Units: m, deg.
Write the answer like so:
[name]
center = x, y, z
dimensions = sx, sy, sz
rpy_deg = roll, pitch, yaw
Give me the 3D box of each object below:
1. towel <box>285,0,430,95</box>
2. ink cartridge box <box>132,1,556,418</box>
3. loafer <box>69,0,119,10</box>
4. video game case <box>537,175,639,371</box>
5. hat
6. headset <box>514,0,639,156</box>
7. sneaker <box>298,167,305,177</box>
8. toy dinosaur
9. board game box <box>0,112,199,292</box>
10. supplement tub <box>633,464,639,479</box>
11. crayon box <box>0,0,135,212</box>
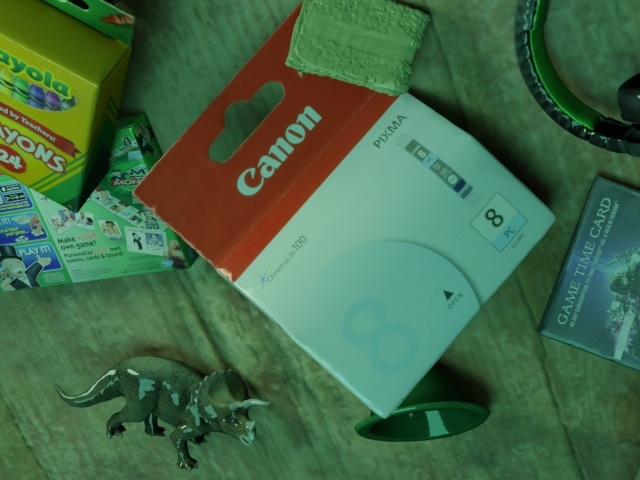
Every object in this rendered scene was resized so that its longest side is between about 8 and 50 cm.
[towel]
center = 0.042, -0.229, 1.440
dimensions = 0.148, 0.027, 0.110
rpy_deg = 17, 86, 10
[ink cartridge box]
center = 0.029, -0.038, 1.453
dimensions = 0.385, 0.091, 0.308
rpy_deg = 42, 85, -10
[loafer]
center = -0.298, -0.412, 1.414
dimensions = 0.130, 0.134, 0.366
rpy_deg = -8, 118, 25
[video game case]
center = 0.412, 0.064, 1.461
dimensions = 0.274, 0.026, 0.196
rpy_deg = 20, 94, 8
[hat]
center = 0.114, 0.157, 1.691
dimensions = 0.208, 0.184, 0.173
rpy_deg = 15, 148, -43
[headset]
center = 0.400, -0.199, 1.318
dimensions = 0.394, 0.185, 0.243
rpy_deg = 22, 123, 25
[sneaker]
center = 0.000, 0.000, 1.585
dimensions = 0.153, 0.101, 0.268
rpy_deg = -31, 106, 33
[toy dinosaur]
center = -0.219, 0.224, 1.819
dimensions = 0.313, 0.121, 0.160
rpy_deg = 21, 114, 12
[board game box]
center = -0.339, -0.044, 1.717
dimensions = 0.317, 0.046, 0.213
rpy_deg = -7, 117, 24
[supplement tub]
center = 0.487, 0.348, 1.539
dimensions = 0.241, 0.241, 0.331
rpy_deg = 17, 125, 10
[crayon box]
center = -0.338, -0.185, 1.489
dimensions = 0.202, 0.081, 0.318
rpy_deg = 28, 145, 2
